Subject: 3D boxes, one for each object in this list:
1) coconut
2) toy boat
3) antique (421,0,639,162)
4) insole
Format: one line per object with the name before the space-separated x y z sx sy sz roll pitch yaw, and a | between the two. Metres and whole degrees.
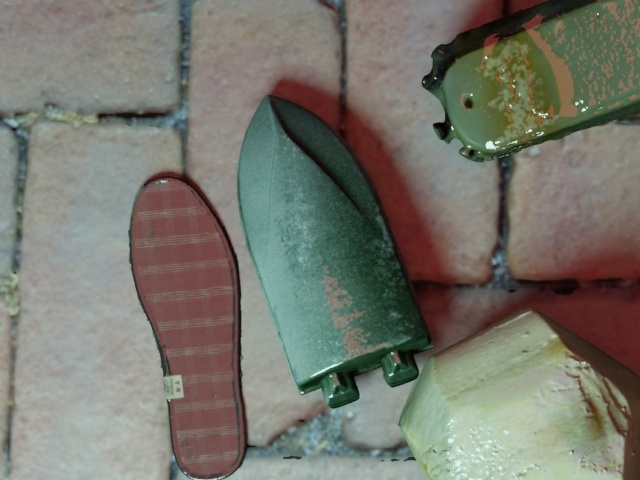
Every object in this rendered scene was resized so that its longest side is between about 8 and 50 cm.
coconut | 0.199 0.178 1.614 0.241 0.241 0.241 0 84 3
toy boat | 0.000 0.000 1.704 0.141 0.092 0.319 -20 76 1
antique | 0.241 -0.169 1.690 0.284 0.150 0.125 -19 84 9
insole | -0.130 0.087 1.737 0.110 0.012 0.309 -7 83 1
